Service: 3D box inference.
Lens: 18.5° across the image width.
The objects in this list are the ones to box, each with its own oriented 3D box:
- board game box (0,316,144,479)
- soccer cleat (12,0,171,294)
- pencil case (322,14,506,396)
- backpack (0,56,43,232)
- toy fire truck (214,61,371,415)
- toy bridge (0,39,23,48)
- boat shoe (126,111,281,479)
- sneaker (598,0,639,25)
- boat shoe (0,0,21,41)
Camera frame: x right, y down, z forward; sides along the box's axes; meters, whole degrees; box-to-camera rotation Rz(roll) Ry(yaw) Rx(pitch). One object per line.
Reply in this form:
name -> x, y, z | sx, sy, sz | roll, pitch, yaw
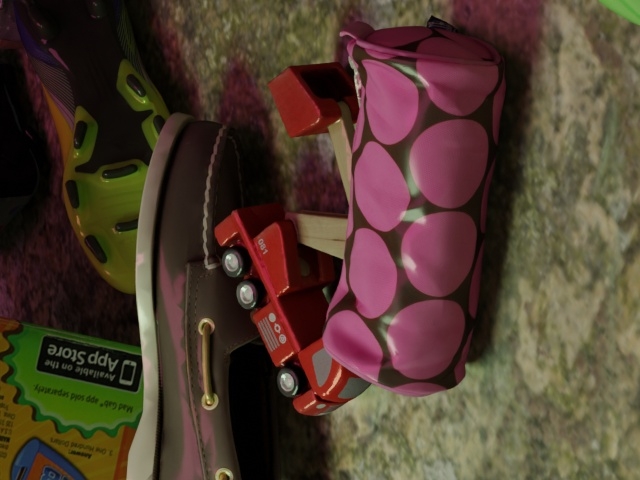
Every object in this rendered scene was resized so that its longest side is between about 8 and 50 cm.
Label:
board game box -> -0.364, 0.212, 1.442 | 0.356, 0.356, 0.356 | 174, 109, -70
soccer cleat -> -0.155, -0.087, 1.461 | 0.121, 0.093, 0.289 | 69, -179, -68
pencil case -> 0.048, -0.019, 1.122 | 0.098, 0.095, 0.209 | 13, 109, 20
backpack -> -0.339, -0.065, 1.704 | 0.166, 0.144, 0.188 | 65, 148, 18
toy fire truck -> 0.000, 0.000, 1.235 | 0.135, 0.047, 0.192 | -38, 71, 41
toy bridge -> -0.294, -0.239, 1.701 | 0.188, 0.026, 0.063 | 52, 136, 40
boat shoe -> -0.067, 0.074, 1.324 | 0.096, 0.116, 0.324 | -1, 81, 19
sneaker -> 0.183, -0.329, 0.795 | 0.202, 0.185, 0.483 | -4, 96, 41
boat shoe -> -0.270, -0.266, 1.603 | 0.079, 0.081, 0.227 | -41, 61, 54
